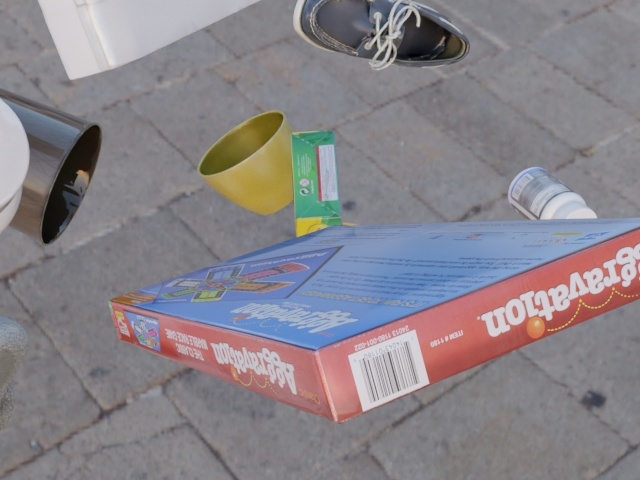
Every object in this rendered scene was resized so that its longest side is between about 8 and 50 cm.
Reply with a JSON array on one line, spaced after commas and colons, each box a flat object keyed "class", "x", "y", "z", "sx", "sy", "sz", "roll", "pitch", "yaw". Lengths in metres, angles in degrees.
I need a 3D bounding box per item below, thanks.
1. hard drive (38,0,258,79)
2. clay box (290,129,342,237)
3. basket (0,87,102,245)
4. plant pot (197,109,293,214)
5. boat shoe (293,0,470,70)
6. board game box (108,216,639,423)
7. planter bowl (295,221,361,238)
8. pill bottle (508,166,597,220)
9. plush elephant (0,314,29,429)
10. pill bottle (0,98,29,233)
[{"class": "hard drive", "x": -0.102, "y": -0.252, "z": 0.469, "sx": 0.040, "sy": 0.308, "sz": 0.203, "roll": -7, "pitch": 22, "yaw": 32}, {"class": "clay box", "x": 0.000, "y": 0.000, "z": 1.126, "sx": 0.053, "sy": 0.222, "sz": 0.128, "roll": -5, "pitch": 51, "yaw": 1}, {"class": "basket", "x": -0.389, "y": -0.109, "z": 1.162, "sx": 0.226, "sy": 0.204, "sz": 0.154, "roll": 24, "pitch": 86, "yaw": -3}, {"class": "plant pot", "x": -0.078, "y": -0.090, "z": 1.306, "sx": 0.134, "sy": 0.095, "sz": 0.134, "roll": -27, "pitch": 26, "yaw": 15}, {"class": "boat shoe", "x": 0.080, "y": -0.254, "z": 1.228, "sx": 0.254, "sy": 0.095, "sz": 0.079, "roll": 6, "pitch": 22, "yaw": -44}, {"class": "board game box", "x": 0.006, "y": 0.023, "z": 0.450, "sx": 0.145, "sy": 0.027, "sz": 0.281, "roll": -17, "pitch": 7, "yaw": -23}, {"class": "planter bowl", "x": 0.020, "y": 0.035, "z": 1.840, "sx": 0.217, "sy": 0.217, "sz": 0.090, "roll": -3, "pitch": 34, "yaw": -8}, {"class": "pill bottle", "x": 0.345, "y": -0.048, "z": 1.497, "sx": 0.078, "sy": 0.078, "sz": 0.137, "roll": -12, "pitch": 32, "yaw": -18}, {"class": "plush elephant", "x": -0.492, "y": 0.201, "z": 1.100, "sx": 0.271, "sy": 0.330, "sz": 0.255, "roll": -15, "pitch": 30, "yaw": -41}, {"class": "pill bottle", "x": -0.302, "y": -0.036, "z": 0.781, "sx": 0.121, "sy": 0.221, "sz": 0.121, "roll": 9, "pitch": 71, "yaw": -29}]
